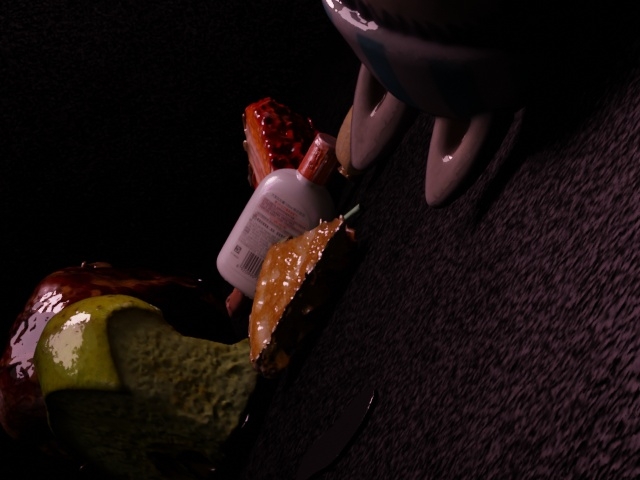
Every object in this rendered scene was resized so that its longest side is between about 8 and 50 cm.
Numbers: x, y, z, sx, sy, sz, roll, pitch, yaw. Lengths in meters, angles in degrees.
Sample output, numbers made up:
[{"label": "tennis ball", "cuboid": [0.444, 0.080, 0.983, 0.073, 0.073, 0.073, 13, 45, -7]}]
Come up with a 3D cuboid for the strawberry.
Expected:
[{"label": "strawberry", "cuboid": [-0.026, -0.079, 2.304, 0.236, 0.111, 0.190, -113, 18, -53]}]

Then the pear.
[{"label": "pear", "cuboid": [-0.205, 0.174, 2.015, 0.238, 0.255, 0.164, 119, 174, -54]}]

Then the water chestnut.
[{"label": "water chestnut", "cuboid": [-0.257, 0.196, 2.264, 0.335, 0.335, 0.346, 159, 108, -80]}]

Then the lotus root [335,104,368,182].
[{"label": "lotus root", "cuboid": [0.059, -0.133, 2.011, 0.150, 0.062, 0.073, -61, 7, 23]}]

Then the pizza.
[{"label": "pizza", "cuboid": [-0.009, 0.042, 1.885, 0.199, 0.062, 0.188, -48, 28, 43]}]

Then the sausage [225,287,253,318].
[{"label": "sausage", "cuboid": [-0.107, 0.073, 2.577, 0.158, 0.042, 0.036, 124, 133, -56]}]

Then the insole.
[{"label": "insole", "cuboid": [0.009, 0.168, 1.469, 0.064, 0.004, 0.188, -66, 8, -30]}]

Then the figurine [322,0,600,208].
[{"label": "figurine", "cuboid": [0.089, -0.233, 1.391, 0.377, 0.266, 0.361, -59, 2, 27]}]

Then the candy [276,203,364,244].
[{"label": "candy", "cuboid": [0.000, 0.000, 2.054, 0.202, 0.061, 0.061, -38, 24, 54]}]

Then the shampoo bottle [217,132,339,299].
[{"label": "shampoo bottle", "cuboid": [-0.038, -0.029, 2.163, 0.221, 0.108, 0.051, -59, -14, 17]}]
